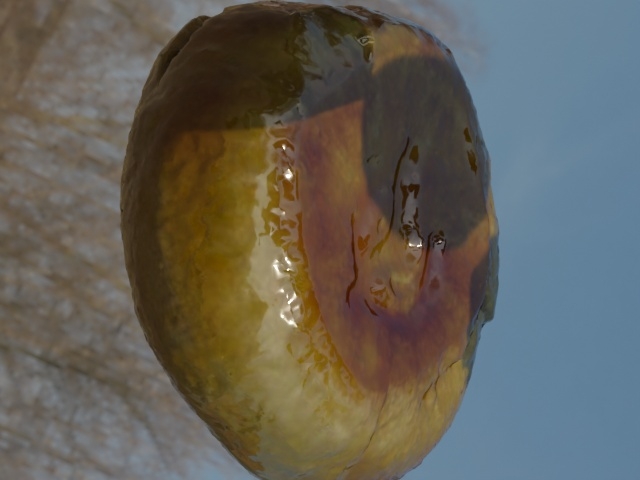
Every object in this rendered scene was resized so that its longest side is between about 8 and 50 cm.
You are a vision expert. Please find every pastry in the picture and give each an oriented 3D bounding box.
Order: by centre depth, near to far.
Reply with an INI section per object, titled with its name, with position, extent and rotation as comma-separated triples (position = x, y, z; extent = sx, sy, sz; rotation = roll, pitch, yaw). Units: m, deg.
[pastry]
position = 0.000, 0.000, 1.037
extent = 0.164, 0.356, 0.356
rotation = 0, -123, 32
